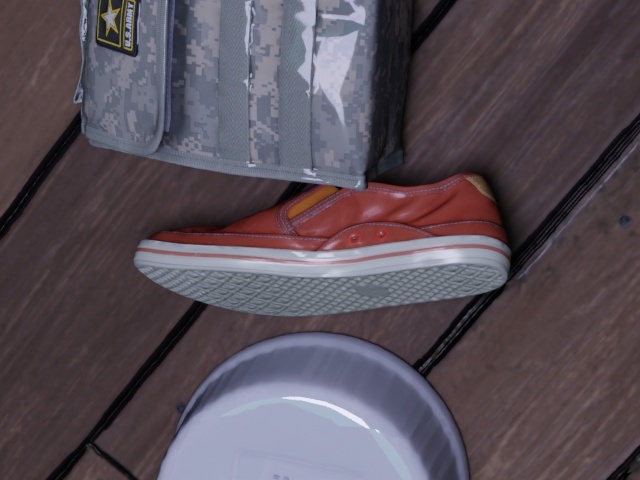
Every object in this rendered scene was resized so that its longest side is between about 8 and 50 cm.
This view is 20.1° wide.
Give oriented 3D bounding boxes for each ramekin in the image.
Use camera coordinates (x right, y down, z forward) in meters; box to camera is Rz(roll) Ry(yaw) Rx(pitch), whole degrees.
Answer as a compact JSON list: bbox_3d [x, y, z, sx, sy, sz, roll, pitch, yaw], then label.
[{"bbox_3d":[-0.013,0.228,1.576,0.277,0.135,0.277,2,100,10],"label":"ramekin"}]

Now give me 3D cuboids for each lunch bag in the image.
[{"bbox_3d":[-0.075,-0.182,1.504,0.287,0.169,0.235,8,104,16],"label":"lunch bag"}]

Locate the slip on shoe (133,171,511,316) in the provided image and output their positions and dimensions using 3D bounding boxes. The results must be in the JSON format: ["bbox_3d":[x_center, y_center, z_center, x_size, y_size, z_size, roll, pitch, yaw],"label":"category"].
[{"bbox_3d":[0.000,0.000,1.559,0.331,0.123,0.101,-6,66,16],"label":"slip on shoe"}]
